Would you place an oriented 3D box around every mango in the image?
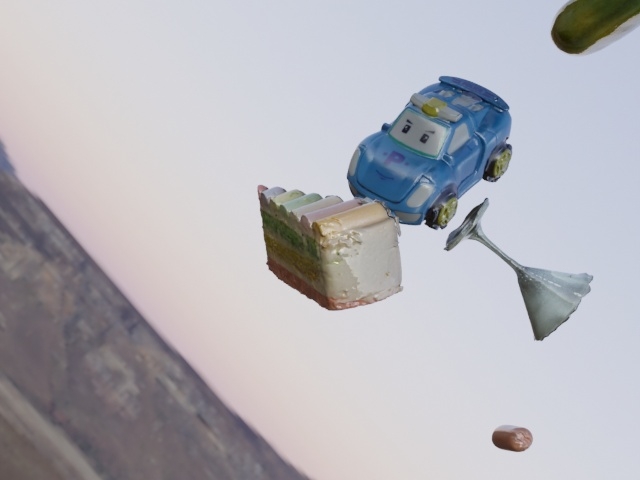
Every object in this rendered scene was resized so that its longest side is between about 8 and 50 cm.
[{"bbox_3d":[0.471,-0.371,1.893,0.237,0.137,0.091,-26,-99,44],"label":"mango"}]

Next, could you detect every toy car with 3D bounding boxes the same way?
[{"bbox_3d":[0.180,-0.155,1.935,0.198,0.314,0.166,30,-39,29],"label":"toy car"}]

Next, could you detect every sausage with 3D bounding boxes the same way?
[{"bbox_3d":[0.242,0.250,1.484,0.034,0.034,0.083,49,-12,-3],"label":"sausage"}]

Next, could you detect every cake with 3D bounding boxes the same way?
[{"bbox_3d":[-0.016,0.008,1.310,0.225,0.090,0.109,12,-61,48],"label":"cake"}]

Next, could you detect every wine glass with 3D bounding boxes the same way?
[{"bbox_3d":[0.257,0.036,1.560,0.183,0.122,0.122,38,-11,-1],"label":"wine glass"}]
